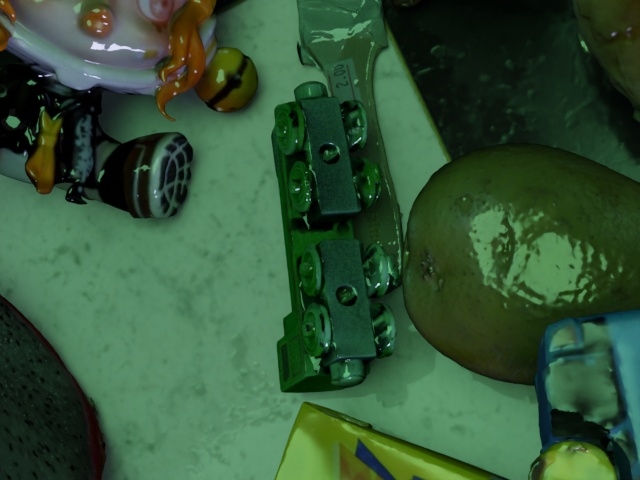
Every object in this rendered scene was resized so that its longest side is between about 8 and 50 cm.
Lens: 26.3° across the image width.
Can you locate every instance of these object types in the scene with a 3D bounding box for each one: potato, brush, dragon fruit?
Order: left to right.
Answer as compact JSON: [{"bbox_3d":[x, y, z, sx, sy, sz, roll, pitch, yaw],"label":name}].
[{"bbox_3d":[-0.343,0.168,1.081,0.226,0.305,0.305,-38,71,13],"label":"dragon fruit"},{"bbox_3d":[0.029,-0.117,1.171,0.085,0.020,0.336,-13,75,13],"label":"brush"},{"bbox_3d":[0.186,0.023,1.028,0.251,0.159,0.174,9,114,5],"label":"potato"}]

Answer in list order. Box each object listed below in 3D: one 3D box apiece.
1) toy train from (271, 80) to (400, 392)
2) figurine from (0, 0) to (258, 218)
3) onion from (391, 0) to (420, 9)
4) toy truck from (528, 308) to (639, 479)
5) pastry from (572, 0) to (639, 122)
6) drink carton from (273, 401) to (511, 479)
[{"bbox_3d":[0.000,0.000,1.106,0.085,0.119,0.251,1,71,-21],"label":"toy train"},{"bbox_3d":[-0.202,-0.200,1.163,0.320,0.196,0.323,19,92,-24],"label":"figurine"},{"bbox_3d":[0.130,-0.257,1.120,0.135,0.173,0.198,34,132,9],"label":"onion"},{"bbox_3d":[0.223,0.236,0.851,0.162,0.161,0.385,-9,74,5],"label":"toy truck"},{"bbox_3d":[0.328,-0.212,0.999,0.329,0.136,0.330,7,121,12],"label":"pastry"},{"bbox_3d":[0.125,0.254,1.014,0.351,0.111,0.154,20,83,18],"label":"drink carton"}]
